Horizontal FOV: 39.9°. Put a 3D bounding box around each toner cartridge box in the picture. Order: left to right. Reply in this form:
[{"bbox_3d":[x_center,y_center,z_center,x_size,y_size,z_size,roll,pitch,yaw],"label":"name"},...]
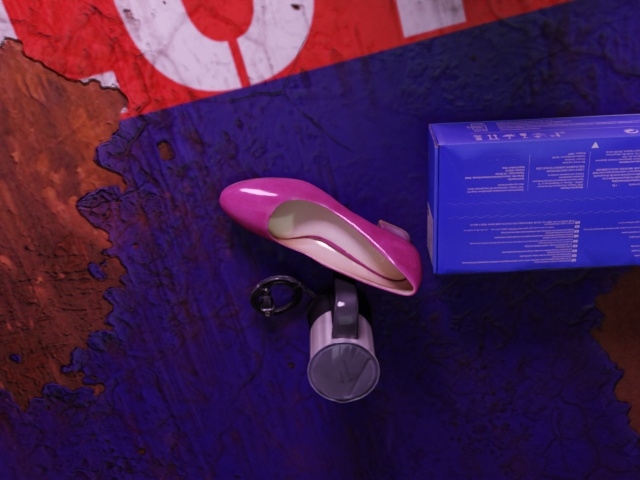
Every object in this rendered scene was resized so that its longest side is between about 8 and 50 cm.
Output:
[{"bbox_3d":[0.299,-0.054,1.013,0.348,0.075,0.165,-2,117,0],"label":"toner cartridge box"}]

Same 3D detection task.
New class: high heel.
[{"bbox_3d":[0.000,0.000,1.008,0.244,0.117,0.082,22,114,-12],"label":"high heel"}]

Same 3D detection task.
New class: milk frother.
[{"bbox_3d":[-0.009,0.109,1.052,0.143,0.135,0.129,-14,115,5],"label":"milk frother"}]
